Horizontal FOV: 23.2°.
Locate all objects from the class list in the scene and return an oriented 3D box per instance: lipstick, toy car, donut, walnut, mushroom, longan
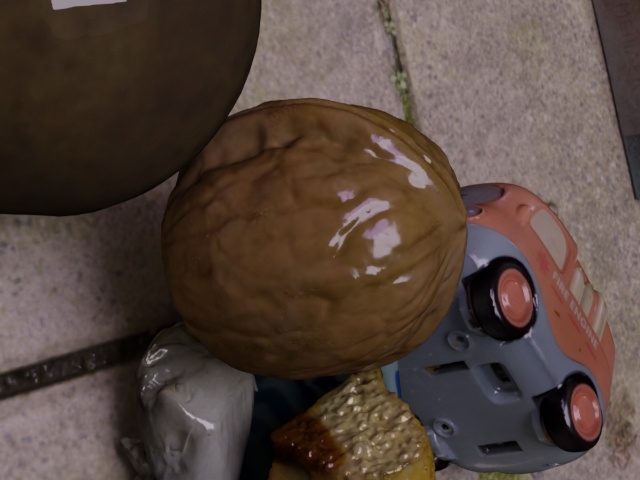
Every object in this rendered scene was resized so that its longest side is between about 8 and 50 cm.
[{"bbox_3d":[0.338,-0.232,1.609,0.080,0.076,0.371,-15,94,-38],"label":"lipstick"},{"bbox_3d":[0.151,0.064,1.362,0.270,0.181,0.212,56,43,-22],"label":"toy car"},{"bbox_3d":[-0.022,0.232,1.113,0.295,0.112,0.151,-30,119,-28],"label":"donut"},{"bbox_3d":[0.000,0.000,1.114,0.228,0.228,0.228,6,81,-39],"label":"walnut"},{"bbox_3d":[-0.095,0.200,1.185,0.099,0.096,0.278,-2,94,-28],"label":"mushroom"},{"bbox_3d":[-0.194,-0.163,1.013,0.319,0.319,0.318,6,81,-39],"label":"longan"}]

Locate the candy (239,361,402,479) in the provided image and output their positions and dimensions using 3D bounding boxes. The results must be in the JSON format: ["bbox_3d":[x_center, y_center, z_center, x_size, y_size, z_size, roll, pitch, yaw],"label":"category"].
[{"bbox_3d":[-0.005,0.110,1.249,0.187,0.077,0.331,-8,87,-2],"label":"candy"}]
